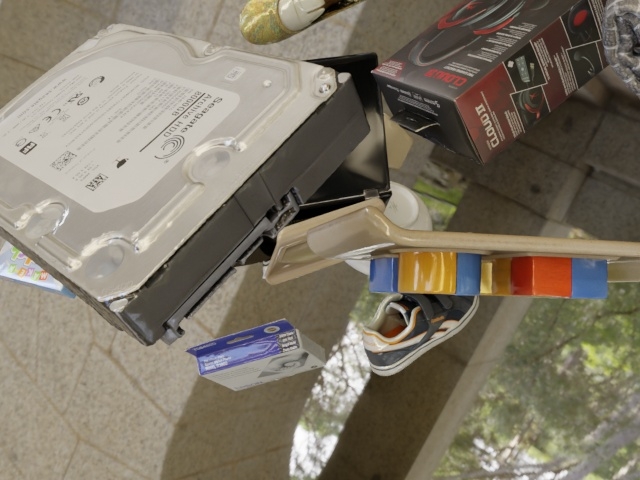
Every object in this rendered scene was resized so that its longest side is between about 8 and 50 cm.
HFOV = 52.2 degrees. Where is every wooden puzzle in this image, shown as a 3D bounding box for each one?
[{"bbox_3d":[0.000,0.000,1.295,0.220,0.239,0.044,-19,-110,-18],"label":"wooden puzzle"},{"bbox_3d":[0.176,0.034,0.805,0.347,0.081,0.322,8,175,-13],"label":"wooden puzzle"}]

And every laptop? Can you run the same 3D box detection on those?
[{"bbox_3d":[-0.072,-0.140,1.338,0.381,0.237,0.408,-9,159,-10],"label":"laptop"}]

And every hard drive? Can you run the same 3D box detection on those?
[{"bbox_3d":[-0.159,-0.075,0.542,0.338,0.237,0.064,25,154,39],"label":"hard drive"}]

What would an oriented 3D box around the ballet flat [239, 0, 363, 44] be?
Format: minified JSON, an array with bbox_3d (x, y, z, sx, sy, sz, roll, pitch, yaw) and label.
[{"bbox_3d":[-0.001,-0.491,1.300,0.348,0.123,0.123,-33,-135,-23],"label":"ballet flat"}]

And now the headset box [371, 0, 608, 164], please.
[{"bbox_3d":[0.227,-0.238,0.890,0.110,0.293,0.218,55,175,-32],"label":"headset box"}]

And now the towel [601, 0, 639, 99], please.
[{"bbox_3d":[0.381,-0.160,0.570,0.283,0.121,0.235,43,-130,-6],"label":"towel"}]

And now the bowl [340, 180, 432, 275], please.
[{"bbox_3d":[0.176,-0.058,1.733,0.297,0.134,0.298,6,-125,-9],"label":"bowl"}]

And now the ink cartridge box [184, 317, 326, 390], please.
[{"bbox_3d":[-0.124,0.238,1.317,0.224,0.223,0.045,49,-154,-59],"label":"ink cartridge box"}]

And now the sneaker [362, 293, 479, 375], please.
[{"bbox_3d":[0.231,0.167,1.485,0.126,0.321,0.128,23,141,52],"label":"sneaker"}]

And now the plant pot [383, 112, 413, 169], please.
[{"bbox_3d":[0.137,-0.211,1.435,0.096,0.109,0.109,24,-175,-21],"label":"plant pot"}]

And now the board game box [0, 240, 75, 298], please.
[{"bbox_3d":[-0.412,-0.023,1.042,0.160,0.212,0.039,10,159,25],"label":"board game box"}]

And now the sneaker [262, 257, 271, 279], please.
[{"bbox_3d":[-0.095,0.058,1.449,0.040,0.044,0.109,-6,-177,19],"label":"sneaker"}]
